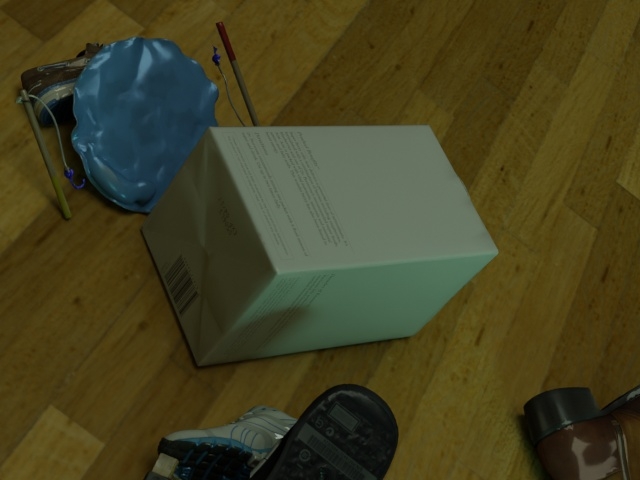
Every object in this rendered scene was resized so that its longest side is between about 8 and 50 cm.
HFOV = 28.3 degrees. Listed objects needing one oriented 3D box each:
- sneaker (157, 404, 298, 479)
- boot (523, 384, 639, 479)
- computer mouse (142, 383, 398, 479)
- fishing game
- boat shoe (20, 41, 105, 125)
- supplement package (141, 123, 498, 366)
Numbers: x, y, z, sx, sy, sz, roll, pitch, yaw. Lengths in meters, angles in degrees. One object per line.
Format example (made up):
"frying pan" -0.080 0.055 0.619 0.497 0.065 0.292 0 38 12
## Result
"sneaker" -0.070 0.192 1.193 0.191 0.071 0.083 12 38 -33
"boot" 0.376 0.293 1.402 0.264 0.096 0.280 4 55 -34
"computer mouse" -0.060 0.222 1.119 0.184 0.060 0.262 34 76 -10
"fishing game" -0.182 -0.121 1.337 0.264 0.041 0.189 -31 107 -33
"boat shoe" -0.238 -0.181 1.368 0.183 0.066 0.066 -20 68 -44
"supplement package" 0.000 0.000 1.310 0.293 0.175 0.177 -4 57 -38
